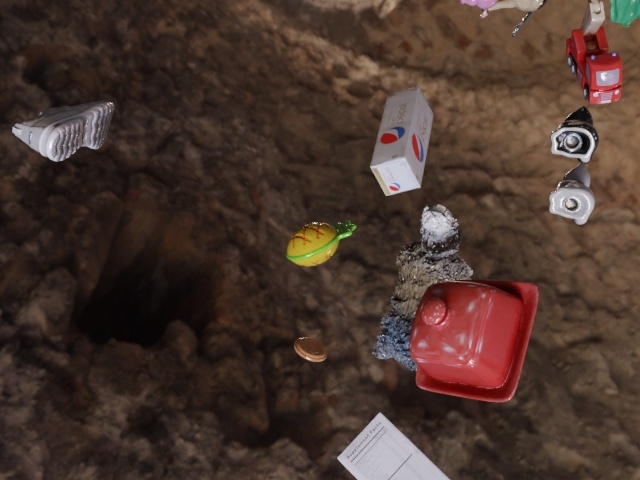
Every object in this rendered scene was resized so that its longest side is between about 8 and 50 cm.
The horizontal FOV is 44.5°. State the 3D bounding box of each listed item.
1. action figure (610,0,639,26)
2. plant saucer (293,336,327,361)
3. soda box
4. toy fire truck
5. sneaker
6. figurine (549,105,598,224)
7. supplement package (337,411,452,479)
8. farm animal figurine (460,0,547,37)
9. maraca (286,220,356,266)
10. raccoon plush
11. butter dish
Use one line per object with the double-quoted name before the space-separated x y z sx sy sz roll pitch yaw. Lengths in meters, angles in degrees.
"action figure" 0.754 -0.597 1.913 0.232 0.137 0.064 57 -155 -64
"plant saucer" -0.022 0.256 1.861 0.083 0.013 0.083 18 -154 -9
"soda box" 0.149 -0.182 1.411 0.074 0.069 0.216 56 -146 -35
"toy fire truck" 0.378 -0.295 1.094 0.192 0.047 0.135 -91 -9 -47
"sneaker" -0.520 -0.248 1.618 0.115 0.105 0.281 23 -161 5
"figurine" 0.548 -0.167 1.674 0.209 0.092 0.215 -45 -45 -58
"supplement package" 0.171 0.499 1.649 0.244 0.139 0.134 43 171 17
"farm animal figurine" 0.316 -0.535 1.235 0.330 0.172 0.327 20 -102 -60
"maraca" 0.000 0.000 1.925 0.099 0.185 0.127 66 170 -22
"raccoon plush" 0.233 0.138 2.030 0.216 0.299 0.446 13 150 30
"butter dish" 0.172 0.108 0.986 0.118 0.160 0.160 31 -110 -38
